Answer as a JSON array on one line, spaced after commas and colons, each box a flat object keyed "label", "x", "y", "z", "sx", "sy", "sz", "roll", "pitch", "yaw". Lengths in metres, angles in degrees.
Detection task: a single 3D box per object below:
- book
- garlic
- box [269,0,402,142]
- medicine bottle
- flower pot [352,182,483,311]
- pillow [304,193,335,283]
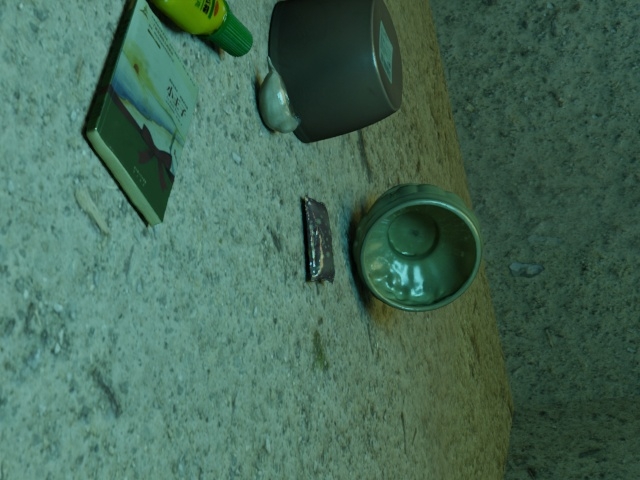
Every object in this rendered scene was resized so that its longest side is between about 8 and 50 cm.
[{"label": "book", "x": -0.249, "y": -0.188, "z": 1.480, "sx": 0.201, "sy": 0.026, "sz": 0.289, "roll": 60, "pitch": 29, "yaw": -45}, {"label": "garlic", "x": -0.087, "y": -0.259, "z": 1.961, "sx": 0.084, "sy": 0.066, "sz": 0.152, "roll": -119, "pitch": -174, "yaw": -46}, {"label": "box", "x": 0.040, "y": -0.365, "z": 2.144, "sx": 0.301, "sy": 0.216, "sz": 0.301, "roll": -7, "pitch": 90, "yaw": -70}, {"label": "medicine bottle", "x": -0.191, "y": -0.371, "z": 1.662, "sx": 0.309, "sy": 0.076, "sz": 0.111, "roll": 31, "pitch": 54, "yaw": -68}, {"label": "flower pot", "x": 0.223, "y": 0.003, "z": 2.441, "sx": 0.244, "sy": 0.307, "sz": 0.307, "roll": -92, "pitch": 168, "yaw": -71}, {"label": "pillow", "x": 0.000, "y": 0.000, "z": 2.123, "sx": 0.118, "sy": 0.043, "sz": 0.185, "roll": 24, "pitch": 59, "yaw": -66}]
